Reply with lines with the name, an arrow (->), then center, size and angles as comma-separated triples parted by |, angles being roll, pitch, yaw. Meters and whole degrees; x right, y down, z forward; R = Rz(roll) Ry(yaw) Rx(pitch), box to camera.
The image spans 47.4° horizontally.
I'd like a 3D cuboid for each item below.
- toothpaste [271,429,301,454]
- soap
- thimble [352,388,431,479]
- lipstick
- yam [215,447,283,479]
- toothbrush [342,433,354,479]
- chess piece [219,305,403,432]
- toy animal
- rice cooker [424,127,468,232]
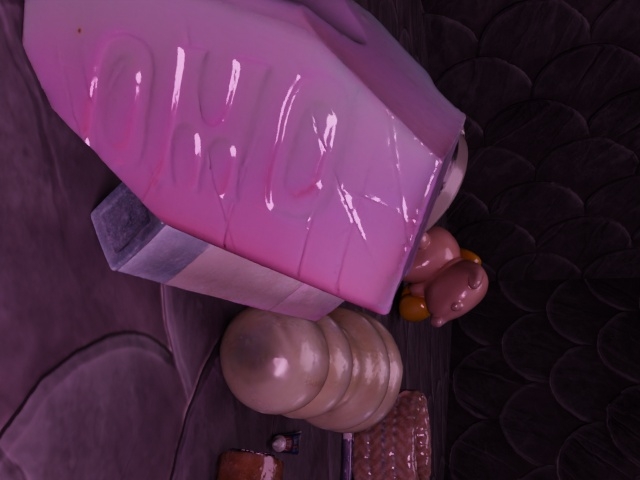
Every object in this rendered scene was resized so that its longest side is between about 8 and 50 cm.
toothpaste -> -0.047, 0.295, 1.062 | 0.140, 0.021, 0.037 | 49, 45, -70
soap -> -0.061, -0.099, 0.547 | 0.109, 0.323, 0.193 | -45, 156, -61
thimble -> 0.149, 0.429, 1.536 | 0.196, 0.148, 0.229 | 43, 44, -66
lipstick -> -0.075, 0.017, 0.715 | 0.317, 0.068, 0.066 | 23, 31, -56
yam -> -0.086, 0.302, 0.815 | 0.084, 0.084, 0.127 | 63, 32, -57
toothbrush -> 0.048, 0.493, 1.375 | 0.026, 0.024, 0.288 | 54, 36, -65
chess piece -> -0.018, 0.161, 0.948 | 0.330, 0.182, 0.183 | 31, 58, -65
toy animal -> 0.302, 0.087, 2.057 | 0.247, 0.277, 0.345 | 53, 13, -12
rice cooker -> 0.074, -0.114, 1.003 | 0.244, 0.226, 0.226 | 34, 44, -23
